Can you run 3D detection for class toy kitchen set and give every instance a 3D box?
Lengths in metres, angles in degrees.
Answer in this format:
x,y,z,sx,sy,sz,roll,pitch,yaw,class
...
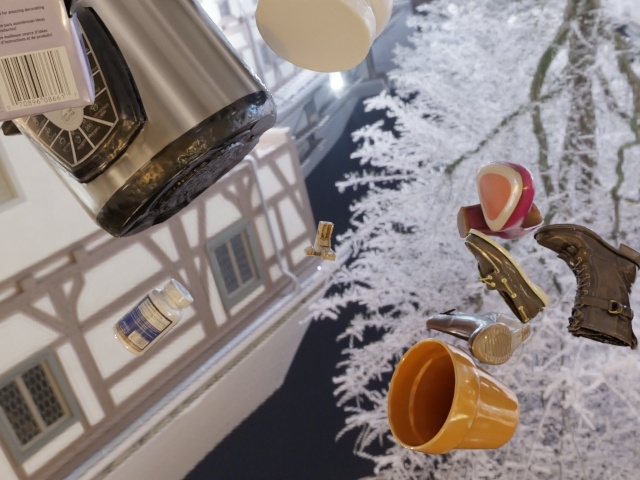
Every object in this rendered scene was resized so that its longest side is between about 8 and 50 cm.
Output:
x,y,z,sx,sy,sz,roll,pitch,yaw,class
0.000,0.000,1.582,0.068,0.075,0.083,7,-162,-19,toy kitchen set

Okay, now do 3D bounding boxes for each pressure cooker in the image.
x,y,z,sx,sy,sz,roll,pitch,yaw,class
-0.329,-0.258,1.061,0.370,0.420,0.375,-39,-177,-27,pressure cooker

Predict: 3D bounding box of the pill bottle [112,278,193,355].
x,y,z,sx,sy,sz,roll,pitch,yaw,class
-0.260,0.118,1.008,0.120,0.067,0.067,-43,-152,-1,pill bottle

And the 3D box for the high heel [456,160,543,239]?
x,y,z,sx,sy,sz,roll,pitch,yaw,class
0.377,-0.078,1.189,0.181,0.127,0.377,-9,174,-2,high heel

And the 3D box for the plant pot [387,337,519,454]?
x,y,z,sx,sy,sz,roll,pitch,yaw,class
0.260,0.309,1.211,0.188,0.205,0.205,21,-167,-24,plant pot

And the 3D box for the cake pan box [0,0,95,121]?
x,y,z,sx,sy,sz,roll,pitch,yaw,class
-0.315,-0.198,0.458,0.267,0.246,0.070,-15,-151,-12,cake pan box

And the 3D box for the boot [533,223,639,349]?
x,y,z,sx,sy,sz,roll,pitch,yaw,class
0.569,0.098,1.385,0.263,0.091,0.229,20,-113,10,boot

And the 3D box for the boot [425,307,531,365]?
x,y,z,sx,sy,sz,roll,pitch,yaw,class
0.320,0.205,1.402,0.207,0.090,0.248,3,-175,39,boot

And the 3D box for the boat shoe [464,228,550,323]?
x,y,z,sx,sy,sz,roll,pitch,yaw,class
0.342,0.070,1.206,0.068,0.228,0.081,-48,-160,-1,boat shoe

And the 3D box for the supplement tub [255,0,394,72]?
x,y,z,sx,sy,sz,roll,pitch,yaw,class
0.029,-0.495,1.145,0.241,0.241,0.331,2,-117,31,supplement tub
